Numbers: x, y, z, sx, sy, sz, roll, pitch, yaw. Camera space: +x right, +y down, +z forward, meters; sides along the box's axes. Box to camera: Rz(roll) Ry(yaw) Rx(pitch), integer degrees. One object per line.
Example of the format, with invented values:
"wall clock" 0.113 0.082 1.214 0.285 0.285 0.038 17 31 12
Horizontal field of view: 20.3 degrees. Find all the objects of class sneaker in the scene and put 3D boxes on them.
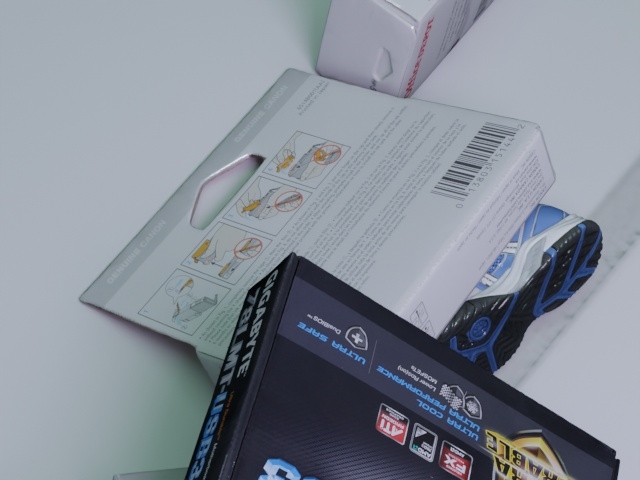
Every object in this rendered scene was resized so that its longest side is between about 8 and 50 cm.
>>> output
"sneaker" 0.127 0.045 1.418 0.211 0.080 0.081 -36 47 -23

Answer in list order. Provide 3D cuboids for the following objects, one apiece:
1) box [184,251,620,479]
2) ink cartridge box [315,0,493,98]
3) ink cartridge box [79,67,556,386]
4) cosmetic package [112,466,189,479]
"box" 0.049 0.199 1.162 0.295 0.073 0.293 33 46 -17
"ink cartridge box" 0.092 -0.223 1.513 0.086 0.148 0.203 35 62 11
"ink cartridge box" 0.000 0.000 1.413 0.261 0.066 0.296 17 55 37
"cosmetic package" -0.029 0.226 1.267 0.238 0.107 0.127 -5 64 -14
